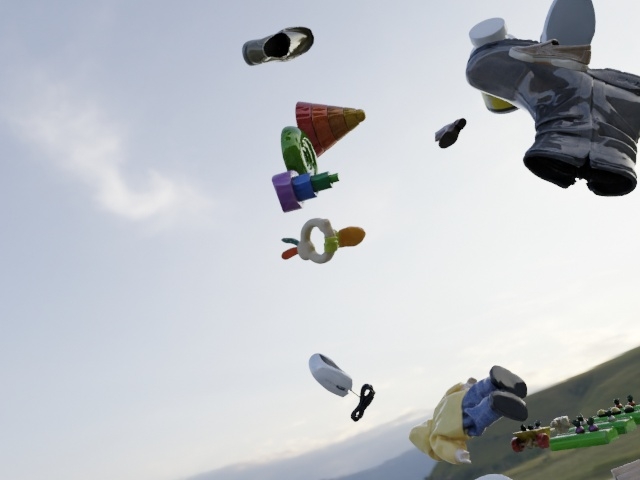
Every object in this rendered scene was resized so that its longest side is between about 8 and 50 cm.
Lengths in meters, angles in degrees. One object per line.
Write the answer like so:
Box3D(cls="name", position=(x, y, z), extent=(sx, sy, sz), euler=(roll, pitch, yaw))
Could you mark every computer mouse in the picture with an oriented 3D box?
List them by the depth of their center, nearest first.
Box3D(cls="computer mouse", position=(0.041, 0.358, 1.544), extent=(0.042, 0.193, 0.106), euler=(-24, -35, -61))

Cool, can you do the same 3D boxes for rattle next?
Box3D(cls="rattle", position=(0.000, 0.000, 1.703), extent=(0.143, 0.130, 0.200), euler=(-35, 2, -41))

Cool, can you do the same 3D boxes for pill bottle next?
Box3D(cls="pill bottle", position=(0.372, -0.364, 1.294), extent=(0.103, 0.103, 0.184), euler=(-24, -54, 11))

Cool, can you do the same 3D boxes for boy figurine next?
Box3D(cls="boy figurine", position=(0.269, 0.355, 1.189), extent=(0.092, 0.177, 0.285), euler=(27, -48, -10))

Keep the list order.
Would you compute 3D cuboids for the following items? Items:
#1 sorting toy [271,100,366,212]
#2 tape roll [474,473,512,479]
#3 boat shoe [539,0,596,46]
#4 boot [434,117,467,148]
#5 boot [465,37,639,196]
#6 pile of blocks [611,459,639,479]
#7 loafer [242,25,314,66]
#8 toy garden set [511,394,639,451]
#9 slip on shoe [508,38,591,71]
Box3D(cls="sorting toy", position=(0.012, -0.167, 1.112), extent=(0.126, 0.365, 0.127), euler=(-14, -62, 17))
Box3D(cls="tape roll", position=(0.413, 0.718, 1.493), extent=(0.100, 0.286, 0.286), euler=(40, -53, -14))
Box3D(cls="boat shoe", position=(0.626, -0.467, 1.640), extent=(0.136, 0.366, 0.156), euler=(-3, 13, -5))
Box3D(cls="boot", position=(0.313, -0.263, 1.581), extent=(0.106, 0.037, 0.114), euler=(-44, 12, -15))
Box3D(cls="boot", position=(0.380, -0.212, 1.049), extent=(0.338, 0.222, 0.118), euler=(19, -28, 22))
Box3D(cls="pile of blocks", position=(0.855, 0.530, 1.466), extent=(0.362, 0.112, 0.149), euler=(-32, 20, -20))
Box3D(cls="loafer", position=(-0.102, -0.546, 1.749), extent=(0.251, 0.094, 0.087), euler=(-33, 28, -35))
Box3D(cls="toy garden set", position=(0.494, 0.338, 1.163), extent=(0.244, 0.049, 0.204), euler=(-4, -18, -41))
Box3D(cls="slip on shoe", position=(0.369, -0.303, 0.997), extent=(0.052, 0.135, 0.041), euler=(-9, -63, -39))
